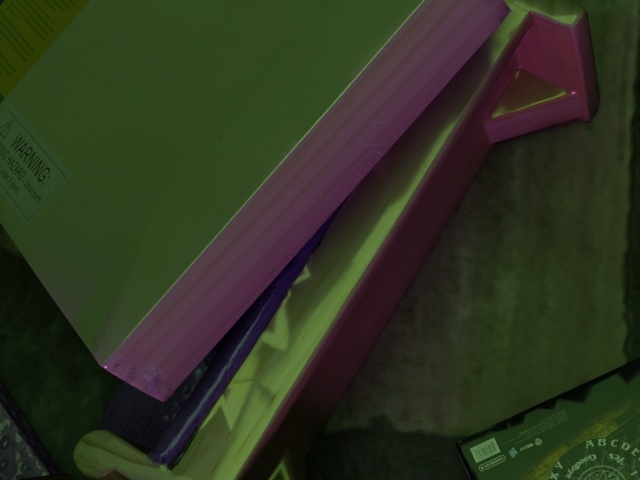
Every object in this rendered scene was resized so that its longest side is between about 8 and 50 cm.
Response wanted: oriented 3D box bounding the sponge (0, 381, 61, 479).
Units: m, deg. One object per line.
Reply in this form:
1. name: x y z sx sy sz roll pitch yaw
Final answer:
1. sponge: -0.264 0.117 0.945 0.117 0.031 0.210 -39 69 2

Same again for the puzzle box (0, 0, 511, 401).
1. puzzle box: -0.101 -0.122 0.860 0.272 0.052 0.409 -49 42 4

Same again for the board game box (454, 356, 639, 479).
1. board game box: 0.186 0.134 0.820 0.186 0.026 0.126 -26 69 6

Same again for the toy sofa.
1. toy sofa: 0.000 0.000 0.845 0.177 0.150 0.362 30 83 20

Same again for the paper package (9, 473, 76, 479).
1. paper package: -0.256 0.319 0.793 0.325 0.168 0.309 -25 76 7
